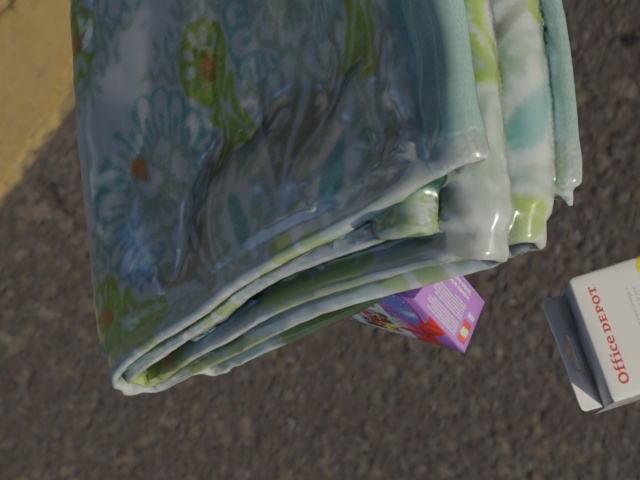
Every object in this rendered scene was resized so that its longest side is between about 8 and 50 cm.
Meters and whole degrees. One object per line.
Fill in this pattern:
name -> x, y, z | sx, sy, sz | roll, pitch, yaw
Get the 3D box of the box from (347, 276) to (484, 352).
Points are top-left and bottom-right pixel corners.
box -> 0.000, 0.000, 1.293 | 0.201, 0.057, 0.293 | 14, 163, 31

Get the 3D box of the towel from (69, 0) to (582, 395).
towel -> -0.030, -0.133, 0.706 | 0.090, 0.375, 0.320 | 4, 161, -34

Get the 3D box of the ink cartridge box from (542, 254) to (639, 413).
ink cartridge box -> 0.234, 0.061, 1.065 | 0.143, 0.090, 0.092 | -17, 77, -2
